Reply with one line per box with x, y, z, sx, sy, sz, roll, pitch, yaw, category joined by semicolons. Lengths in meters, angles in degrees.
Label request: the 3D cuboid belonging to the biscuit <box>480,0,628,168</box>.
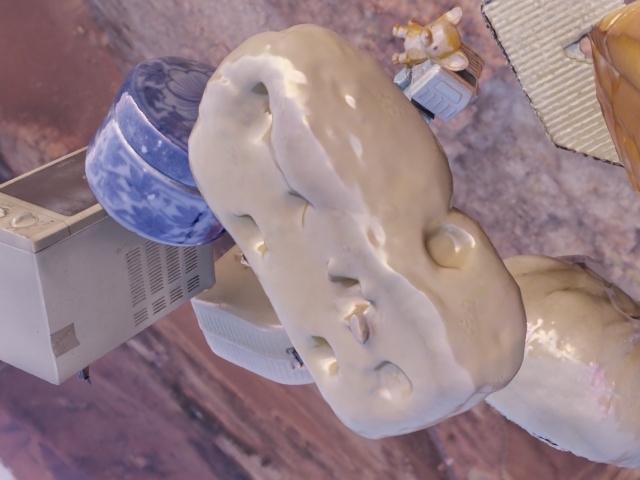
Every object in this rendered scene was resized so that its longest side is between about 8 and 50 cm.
0.296;-0.191;1.170;0.250;0.147;0.046;61;-169;2;biscuit

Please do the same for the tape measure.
-0.003;0.043;1.306;0.231;0.271;0.133;15;134;38;tape measure

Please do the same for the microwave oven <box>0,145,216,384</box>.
-0.243;0.015;1.102;0.145;0.240;0.194;19;124;30;microwave oven

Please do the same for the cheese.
0.015;-0.004;0.658;0.159;0.093;0.263;-35;83;51;cheese

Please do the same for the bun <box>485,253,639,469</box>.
0.256;0.111;1.039;0.272;0.168;0.273;27;-166;-7;bun

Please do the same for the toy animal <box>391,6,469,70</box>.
0.110;-0.185;0.987;0.083;0.061;0.081;3;178;45;toy animal

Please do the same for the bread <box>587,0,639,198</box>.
0.303;-0.084;0.729;0.288;0.156;0.204;-83;-29;-74;bread

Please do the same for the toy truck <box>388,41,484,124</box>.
0.145;-0.205;1.686;0.108;0.140;0.256;33;135;-19;toy truck

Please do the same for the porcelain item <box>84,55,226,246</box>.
-0.119;-0.081;0.914;0.147;0.147;0.114;43;126;7;porcelain item
